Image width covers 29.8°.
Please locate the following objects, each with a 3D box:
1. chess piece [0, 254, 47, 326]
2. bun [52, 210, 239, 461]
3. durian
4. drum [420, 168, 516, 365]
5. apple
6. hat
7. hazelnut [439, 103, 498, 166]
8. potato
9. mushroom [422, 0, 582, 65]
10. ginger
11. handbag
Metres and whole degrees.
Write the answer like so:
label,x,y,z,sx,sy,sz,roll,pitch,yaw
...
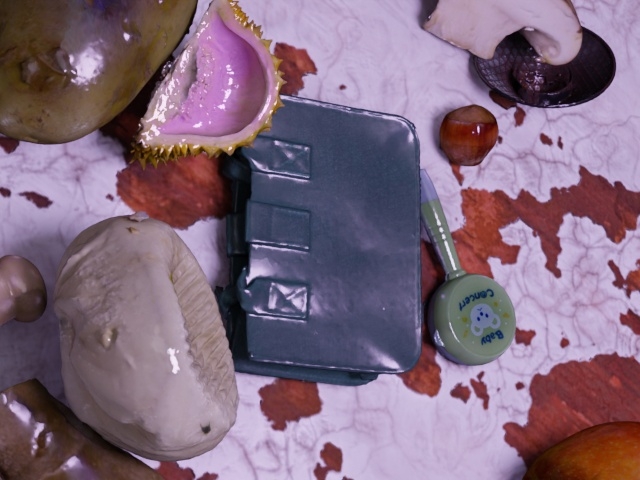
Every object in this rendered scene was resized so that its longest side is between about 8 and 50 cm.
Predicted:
label,x,y,z,sx,sy,sz,roll,pitch,yaw
chess piece,-0.411,0.076,1.154,0.307,0.124,0.139,-20,55,-36
bun,-0.184,0.105,1.216,0.160,0.259,0.259,-21,87,9
durian,-0.129,-0.169,1.335,0.132,0.165,0.182,25,61,-47
drum,0.152,0.043,1.510,0.130,0.049,0.253,-36,96,-32
apple,0.347,0.326,1.446,0.230,0.230,0.230,8,73,-28
hat,0.305,-0.219,1.657,0.193,0.082,0.193,-2,48,2
hazelnut,0.196,-0.136,1.573,0.086,0.086,0.086,8,73,-28
potato,-0.255,-0.236,1.282,0.210,0.173,0.307,33,61,-15
mushroom,0.227,-0.348,1.618,0.285,0.156,0.151,26,40,-8
ginger,-0.233,0.247,1.202,0.263,0.109,0.116,45,74,-11
handbag,0.001,0.000,1.416,0.238,0.089,0.326,10,73,-27
